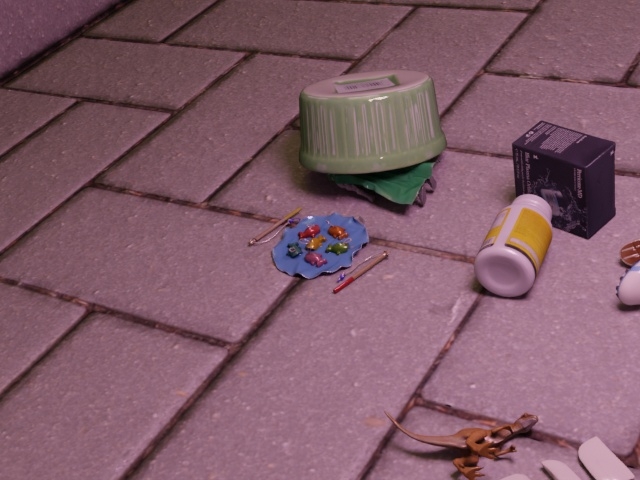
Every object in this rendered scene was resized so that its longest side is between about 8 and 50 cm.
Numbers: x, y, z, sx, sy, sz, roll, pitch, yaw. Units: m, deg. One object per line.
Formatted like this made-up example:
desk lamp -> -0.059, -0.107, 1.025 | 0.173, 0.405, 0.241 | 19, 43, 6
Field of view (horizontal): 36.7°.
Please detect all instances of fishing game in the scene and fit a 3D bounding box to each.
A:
fishing game -> 0.000, 0.000, 1.797 | 0.189, 0.041, 0.264 | -34, 40, -23

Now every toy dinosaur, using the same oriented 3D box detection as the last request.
toy dinosaur -> 0.199, 0.281, 1.334 | 0.211, 0.064, 0.112 | -3, 17, -1

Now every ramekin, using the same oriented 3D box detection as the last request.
ramekin -> 0.098, -0.247, 1.947 | 0.303, 0.148, 0.303 | -7, 19, 2

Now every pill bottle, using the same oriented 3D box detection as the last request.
pill bottle -> 0.333, 0.003, 1.628 | 0.103, 0.103, 0.184 | 7, 40, 26

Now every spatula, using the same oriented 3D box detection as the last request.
spatula -> 0.347, 0.355, 1.208 | 0.168, 0.019, 0.242 | -17, 36, -15

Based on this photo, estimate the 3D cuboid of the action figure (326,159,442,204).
action figure -> 0.111, -0.121, 1.908 | 0.232, 0.063, 0.137 | 11, 43, 32

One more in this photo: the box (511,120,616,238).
box -> 0.431, -0.109, 1.706 | 0.093, 0.156, 0.158 | -36, 41, -29

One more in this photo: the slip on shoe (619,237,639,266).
slip on shoe -> 0.564, 0.014, 1.596 | 0.135, 0.051, 0.041 | -15, -6, 10

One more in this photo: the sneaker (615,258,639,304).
sneaker -> 0.578, 0.055, 1.492 | 0.237, 0.085, 0.086 | -14, 31, 0
